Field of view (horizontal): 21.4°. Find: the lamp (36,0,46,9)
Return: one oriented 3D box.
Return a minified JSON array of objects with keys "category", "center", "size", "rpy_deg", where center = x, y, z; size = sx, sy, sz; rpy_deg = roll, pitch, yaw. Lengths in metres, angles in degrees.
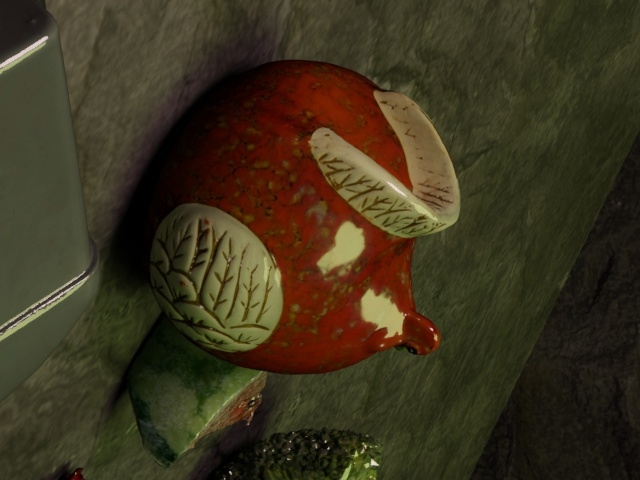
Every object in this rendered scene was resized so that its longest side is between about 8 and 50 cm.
[{"category":"lamp","center":[-0.104,-0.213,0.785],"size":[0.130,0.108,0.371],"rpy_deg":[-32,148,-58]}]

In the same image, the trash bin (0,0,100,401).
[{"category":"trash bin","center":[-0.201,-0.007,0.837],"size":[0.176,0.101,0.236],"rpy_deg":[-35,150,-27]}]

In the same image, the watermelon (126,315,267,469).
[{"category":"watermelon","center":[-0.087,0.100,1.402],"size":[0.121,0.098,0.158],"rpy_deg":[-51,163,24]}]

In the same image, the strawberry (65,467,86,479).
[{"category":"strawberry","center":[-0.204,0.261,1.342],"size":[0.145,0.086,0.145],"rpy_deg":[-49,160,-25]}]

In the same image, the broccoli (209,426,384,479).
[{"category":"broccoli","center":[-0.041,0.290,1.715],"size":[0.198,0.176,0.226],"rpy_deg":[77,31,-60]}]

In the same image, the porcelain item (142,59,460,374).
[{"category":"porcelain item","center":[0.000,0.000,1.240],"size":[0.253,0.253,0.253],"rpy_deg":[-52,162,-25]}]
